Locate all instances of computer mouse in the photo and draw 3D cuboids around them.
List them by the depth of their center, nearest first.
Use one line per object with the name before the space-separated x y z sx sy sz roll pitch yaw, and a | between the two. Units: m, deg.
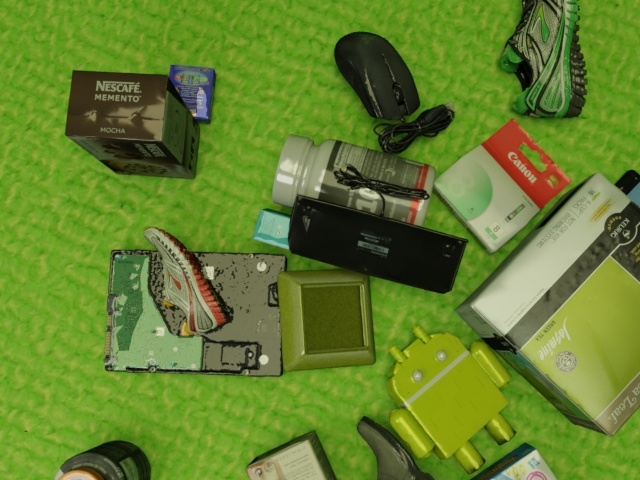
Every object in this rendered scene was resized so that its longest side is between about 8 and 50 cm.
computer mouse | 0.134 -0.313 1.532 0.188 0.072 0.272 -29 77 -28

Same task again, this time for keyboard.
keyboard | 0.105 -0.028 1.400 0.317 0.033 0.201 15 118 3

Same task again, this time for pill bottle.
pill bottle | -0.388 0.428 1.377 0.130 0.245 0.130 0 82 2
pill bottle | 0.061 -0.098 1.482 0.283 0.161 0.161 15 83 4

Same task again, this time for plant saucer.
plant saucer | 0.020 0.145 1.476 0.188 0.045 0.188 -1 81 -20

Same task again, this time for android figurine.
android figurine | 0.235 0.285 1.458 0.248 0.056 0.273 -34 83 -20

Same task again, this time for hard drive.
hard drive | -0.236 0.139 1.506 0.339 0.064 0.237 1 82 1

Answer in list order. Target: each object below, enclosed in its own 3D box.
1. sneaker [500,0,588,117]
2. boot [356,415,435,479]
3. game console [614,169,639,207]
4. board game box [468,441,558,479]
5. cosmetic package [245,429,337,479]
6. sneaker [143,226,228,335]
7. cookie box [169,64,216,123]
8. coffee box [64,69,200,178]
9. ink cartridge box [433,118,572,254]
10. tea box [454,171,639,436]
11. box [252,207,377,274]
sneaker | 0.424 -0.407 1.530 0.146 0.134 0.343 -4 83 1
boot | 0.110 0.444 1.405 0.161 0.083 0.246 -43 57 -6
game console | 0.619 -0.056 1.501 0.144 0.085 0.124 44 86 6
board game box | 0.343 0.582 1.419 0.302 0.086 0.308 -33 83 -3
cosmetic package | -0.011 0.508 1.407 0.129 0.153 0.296 -25 81 0
sneaker | -0.264 0.073 1.440 0.093 0.088 0.225 -33 83 -2
cookie box | -0.261 -0.293 1.577 0.092 0.040 0.107 6 82 2
coffee box | -0.332 -0.203 1.437 0.168 0.297 0.119 4 82 2
ink cartridge box | 0.356 -0.111 1.533 0.225 0.056 0.181 -41 83 -2
tea box | 0.479 0.116 1.414 0.329 0.220 0.323 -45 83 -4
box | 0.000 0.000 1.496 0.244 0.100 0.060 16 95 3
